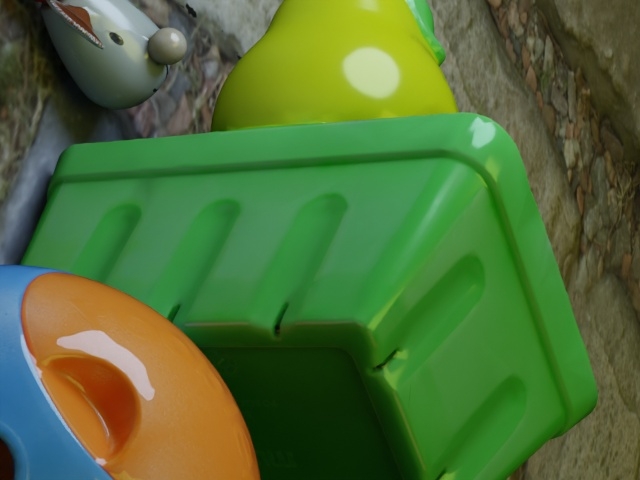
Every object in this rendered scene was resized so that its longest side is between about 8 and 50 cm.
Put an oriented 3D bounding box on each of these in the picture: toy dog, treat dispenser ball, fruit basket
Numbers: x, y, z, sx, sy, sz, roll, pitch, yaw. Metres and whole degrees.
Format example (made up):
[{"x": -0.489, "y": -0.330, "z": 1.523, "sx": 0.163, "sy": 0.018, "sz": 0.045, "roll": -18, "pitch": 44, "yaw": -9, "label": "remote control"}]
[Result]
[{"x": -0.166, "y": -0.233, "z": 1.163, "sx": 0.333, "sy": 0.161, "sz": 0.220, "roll": 33, "pitch": 59, "yaw": -53, "label": "toy dog"}, {"x": -0.174, "y": 0.157, "z": 0.986, "sx": 0.288, "sy": 0.288, "sz": 0.288, "roll": 10, "pitch": 79, "yaw": -58, "label": "treat dispenser ball"}, {"x": 0.000, "y": 0.000, "z": 1.215, "sx": 0.392, "sy": 0.392, "sz": 0.283, "roll": -55, "pitch": 132, "yaw": -46, "label": "fruit basket"}]
